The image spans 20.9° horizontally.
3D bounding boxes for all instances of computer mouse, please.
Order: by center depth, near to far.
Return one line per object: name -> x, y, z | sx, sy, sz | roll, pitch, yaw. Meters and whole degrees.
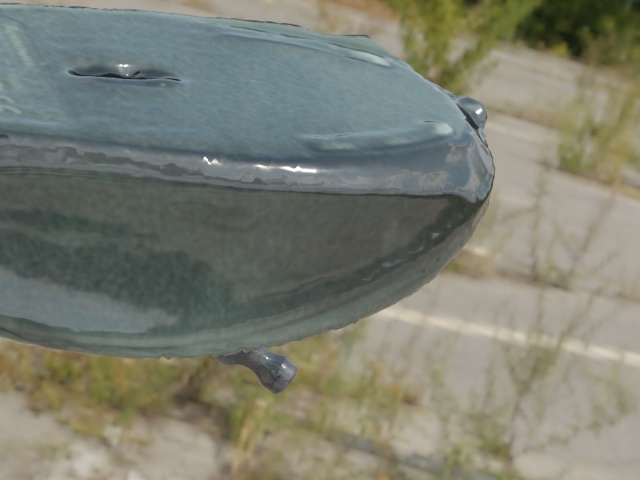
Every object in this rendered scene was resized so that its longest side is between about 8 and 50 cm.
computer mouse -> -0.098, -0.029, 0.802 | 0.374, 0.114, 0.203 | 1, 29, -23

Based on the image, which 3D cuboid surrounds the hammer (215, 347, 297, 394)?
hammer -> 0.000, 0.000, 1.321 | 0.137, 0.290, 0.037 | 37, 34, -15
